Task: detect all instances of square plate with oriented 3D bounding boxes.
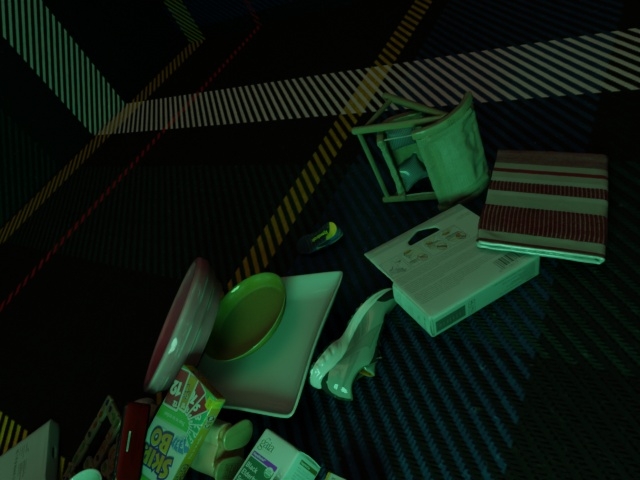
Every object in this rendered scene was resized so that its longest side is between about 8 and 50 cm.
[{"bbox_3d":[-0.126,0.231,1.094,0.347,0.049,0.344,-9,44,37],"label":"square plate"}]

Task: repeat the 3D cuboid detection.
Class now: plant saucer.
[{"bbox_3d":[-0.169,0.181,1.114,0.241,0.037,0.241,-27,36,21],"label":"plant saucer"},{"bbox_3d":[-0.321,0.206,1.146,0.332,0.084,0.332,-54,21,33],"label":"plant saucer"}]

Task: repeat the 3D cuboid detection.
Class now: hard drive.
[{"bbox_3d":[-0.777,0.605,1.156,0.307,0.040,0.203,-37,35,-5],"label":"hard drive"}]

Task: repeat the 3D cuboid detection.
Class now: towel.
[{"bbox_3d":[0.477,-0.085,1.020,0.237,0.037,0.329,8,47,25],"label":"towel"}]

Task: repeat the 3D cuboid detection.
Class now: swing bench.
[{"bbox_3d":[0.254,-0.213,1.170,0.255,0.253,0.165,18,61,43],"label":"swing bench"}]

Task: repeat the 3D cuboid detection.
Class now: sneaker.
[{"bbox_3d":[0.092,0.211,0.988,0.108,0.100,0.271,31,64,20],"label":"sneaker"},{"bbox_3d":[0.000,0.000,1.279,0.144,0.059,0.053,-26,70,32],"label":"sneaker"}]

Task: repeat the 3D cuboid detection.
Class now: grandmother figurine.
[{"bbox_3d":[-0.301,0.414,1.019,0.342,0.104,0.207,3,66,37],"label":"grandmother figurine"}]

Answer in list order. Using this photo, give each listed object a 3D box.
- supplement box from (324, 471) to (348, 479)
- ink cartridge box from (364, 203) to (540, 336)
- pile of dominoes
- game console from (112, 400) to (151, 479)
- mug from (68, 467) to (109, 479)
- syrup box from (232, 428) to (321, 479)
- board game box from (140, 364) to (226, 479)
[{"bbox_3d":[0.057,0.431,0.799,0.098,0.062,0.036,7,52,36],"label":"supplement box"},{"bbox_3d":[0.268,0.049,1.006,0.275,0.060,0.239,-27,38,-14],"label":"ink cartridge box"},{"bbox_3d":[-0.514,0.495,1.048,0.196,0.040,0.251,22,83,51],"label":"pile of dominoes"},{"bbox_3d":[-0.392,0.395,0.940,0.085,0.124,0.144,-4,67,9],"label":"game console"},{"bbox_3d":[-0.399,0.533,0.892,0.113,0.169,0.150,-37,35,-12],"label":"mug"},{"bbox_3d":[-0.112,0.469,0.842,0.093,0.096,0.237,15,60,41],"label":"syrup box"},{"bbox_3d":[-0.290,0.390,0.941,0.124,0.039,0.259,28,92,39],"label":"board game box"}]
